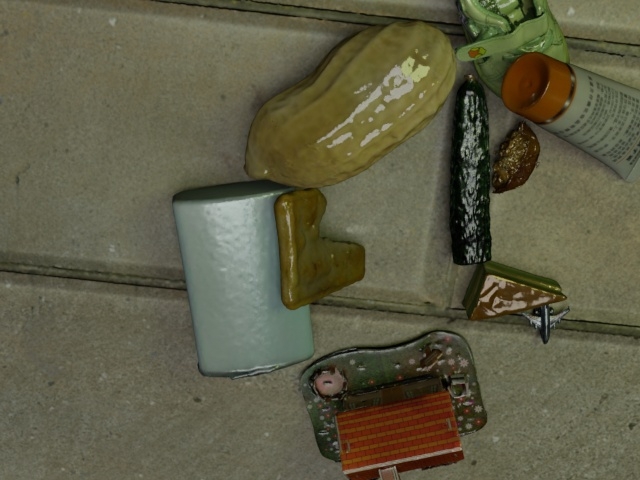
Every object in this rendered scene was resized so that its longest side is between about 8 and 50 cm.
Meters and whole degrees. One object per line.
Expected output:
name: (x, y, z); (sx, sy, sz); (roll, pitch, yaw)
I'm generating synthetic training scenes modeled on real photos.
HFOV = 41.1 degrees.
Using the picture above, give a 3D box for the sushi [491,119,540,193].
sushi: (0.290, -0.123, 1.281); (0.060, 0.061, 0.118); (4, 103, -30)

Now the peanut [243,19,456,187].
peanut: (0.035, -0.183, 1.198); (0.340, 0.158, 0.174); (-38, 74, 7)

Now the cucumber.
cucumber: (0.226, -0.105, 1.287); (0.067, 0.067, 0.294); (-4, 108, 1)

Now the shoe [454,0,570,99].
shoe: (0.254, -0.307, 1.197); (0.140, 0.128, 0.262); (-19, 106, 21)

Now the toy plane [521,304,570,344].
toy plane: (0.364, 0.128, 1.385); (0.078, 0.031, 0.083); (-3, 109, 1)

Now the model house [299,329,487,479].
model house: (0.122, 0.285, 1.375); (0.293, 0.154, 0.207); (-13, 110, 5)

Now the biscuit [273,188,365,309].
biscuit: (0.000, 0.000, 1.284); (0.174, 0.039, 0.184); (-24, 116, -39)

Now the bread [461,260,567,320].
bread: (0.306, 0.094, 1.351); (0.139, 0.074, 0.084); (16, 108, -7)

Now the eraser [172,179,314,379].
eraser: (-0.115, 0.060, 1.320); (0.189, 0.104, 0.290); (-6, 109, -1)

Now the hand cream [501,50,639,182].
hand cream: (0.397, -0.182, 1.213); (0.314, 0.089, 0.140); (19, 110, -34)
